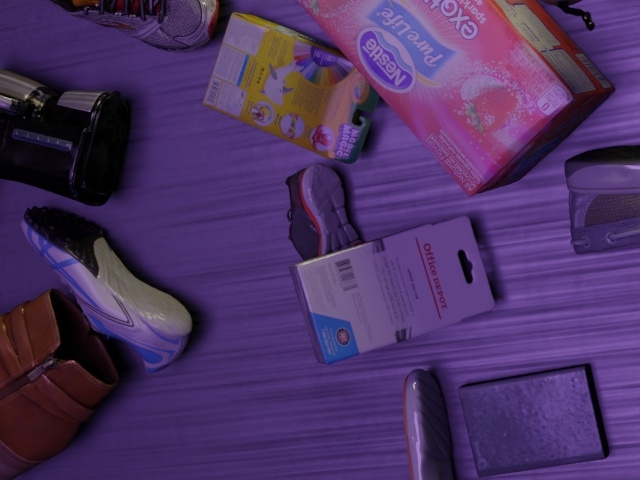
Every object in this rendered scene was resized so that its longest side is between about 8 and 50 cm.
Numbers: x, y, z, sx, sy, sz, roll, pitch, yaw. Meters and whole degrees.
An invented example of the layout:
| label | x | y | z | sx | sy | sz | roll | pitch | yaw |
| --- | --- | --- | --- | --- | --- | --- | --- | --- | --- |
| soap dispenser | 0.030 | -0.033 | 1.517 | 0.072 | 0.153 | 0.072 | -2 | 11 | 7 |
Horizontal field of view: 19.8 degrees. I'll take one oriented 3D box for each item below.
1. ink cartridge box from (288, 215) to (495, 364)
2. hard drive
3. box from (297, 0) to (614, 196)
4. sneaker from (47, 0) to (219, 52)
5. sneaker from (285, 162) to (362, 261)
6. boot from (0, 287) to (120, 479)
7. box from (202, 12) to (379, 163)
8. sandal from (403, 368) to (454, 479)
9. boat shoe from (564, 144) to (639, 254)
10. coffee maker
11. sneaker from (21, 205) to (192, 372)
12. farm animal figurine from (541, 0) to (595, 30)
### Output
| label | x | y | z | sx | sy | sz | roll | pitch | yaw |
| --- | --- | --- | --- | --- | --- | --- | --- | --- | --- |
| ink cartridge box | 0.071 | 0.048 | 1.814 | 0.180 | 0.060 | 0.104 | -16 | 90 | -9 |
| hard drive | 0.211 | 0.180 | 1.817 | 0.135 | 0.022 | 0.094 | -12 | 92 | 24 |
| box | 0.116 | -0.201 | 1.736 | 0.142 | 0.154 | 0.300 | -44 | 80 | 22 |
| sneaker | -0.210 | -0.250 | 1.902 | 0.225 | 0.093 | 0.088 | 17 | 103 | 20 |
| sneaker | 0.000 | 0.000 | 1.876 | 0.065 | 0.061 | 0.158 | -6 | 94 | 51 |
| boot | -0.366 | 0.116 | 1.992 | 0.220 | 0.109 | 0.283 | -40 | 86 | 32 |
| box | -0.022 | -0.155 | 1.863 | 0.179 | 0.043 | 0.105 | 25 | 106 | 21 |
| sandal | 0.094 | 0.263 | 1.844 | 0.076 | 0.102 | 0.265 | -9 | 85 | 25 |
| boat shoe | 0.378 | -0.029 | 1.673 | 0.320 | 0.118 | 0.103 | 3 | 104 | 27 |
| coffee maker | -0.308 | -0.093 | 1.956 | 0.178 | 0.120 | 0.171 | 16 | 109 | 20 |
| sneaker | -0.240 | 0.051 | 1.962 | 0.237 | 0.085 | 0.086 | 41 | 118 | 17 |
| farm animal figurine | 0.274 | -0.378 | 1.629 | 0.330 | 0.172 | 0.326 | -34 | 69 | 0 |
